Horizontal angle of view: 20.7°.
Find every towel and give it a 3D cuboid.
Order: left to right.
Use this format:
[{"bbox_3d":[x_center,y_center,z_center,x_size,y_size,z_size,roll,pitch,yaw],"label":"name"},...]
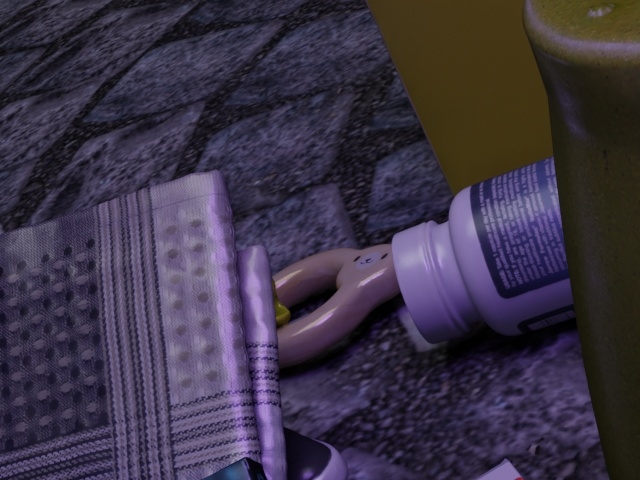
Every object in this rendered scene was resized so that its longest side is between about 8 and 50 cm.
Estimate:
[{"bbox_3d":[-0.168,0.136,1.101,0.312,0.056,0.324,-16,66,18],"label":"towel"}]

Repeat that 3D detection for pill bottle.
[{"bbox_3d":[0.145,0.004,1.177,0.180,0.108,0.108,-19,26,15],"label":"pill bottle"}]

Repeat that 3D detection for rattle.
[{"bbox_3d":[0.000,0.000,1.300,0.200,0.143,0.130,-29,6,9],"label":"rattle"}]

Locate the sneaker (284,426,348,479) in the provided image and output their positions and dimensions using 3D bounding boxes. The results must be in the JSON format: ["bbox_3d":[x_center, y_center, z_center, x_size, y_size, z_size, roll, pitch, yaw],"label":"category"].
[{"bbox_3d":[-0.121,0.120,1.165,0.296,0.147,0.104,-1,35,43],"label":"sneaker"}]

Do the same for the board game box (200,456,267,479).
[{"bbox_3d":[-0.097,0.219,0.991,0.186,0.026,0.126,-28,63,12],"label":"board game box"}]

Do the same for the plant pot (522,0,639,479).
[{"bbox_3d":[0.261,0.001,0.782,0.366,0.353,0.366,-22,26,11],"label":"plant pot"}]

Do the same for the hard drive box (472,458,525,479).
[{"bbox_3d":[0.041,0.236,0.850,0.232,0.089,0.181,-30,26,-4],"label":"hard drive box"}]

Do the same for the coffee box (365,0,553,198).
[{"bbox_3d":[0.225,-0.280,1.373,0.338,0.337,0.334,-14,28,24],"label":"coffee box"}]
